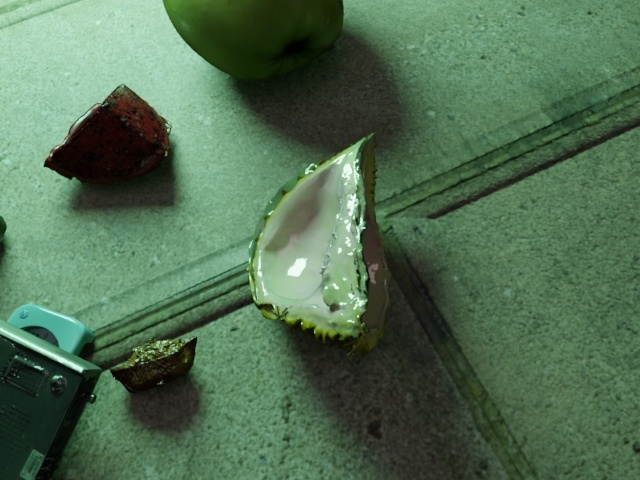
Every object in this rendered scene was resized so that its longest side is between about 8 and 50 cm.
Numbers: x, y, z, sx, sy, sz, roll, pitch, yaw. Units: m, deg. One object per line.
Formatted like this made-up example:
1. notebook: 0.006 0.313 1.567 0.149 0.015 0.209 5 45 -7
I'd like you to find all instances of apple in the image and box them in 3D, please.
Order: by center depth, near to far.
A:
1. apple: -0.104 -0.378 0.855 0.279 0.279 0.279 -1 66 2

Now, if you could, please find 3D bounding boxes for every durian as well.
1. durian: -0.009 0.012 0.736 0.196 0.185 0.305 -11 60 19

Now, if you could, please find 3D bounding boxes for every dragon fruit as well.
1. dragon fruit: -0.315 -0.144 0.859 0.161 0.120 0.127 -36 111 14

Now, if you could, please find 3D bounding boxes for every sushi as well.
1. sushi: -0.210 0.154 0.723 0.118 0.061 0.060 -21 93 -14

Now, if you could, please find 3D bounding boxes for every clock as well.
1. clock: -0.375 0.163 0.736 0.108 0.045 0.147 17 69 11

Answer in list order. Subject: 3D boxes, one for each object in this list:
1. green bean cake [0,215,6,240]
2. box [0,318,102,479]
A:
1. green bean cake: -0.554 0.004 0.787 0.181 0.094 0.173 19 68 12
2. box: -0.397 0.242 0.671 0.211 0.045 0.270 23 83 12
